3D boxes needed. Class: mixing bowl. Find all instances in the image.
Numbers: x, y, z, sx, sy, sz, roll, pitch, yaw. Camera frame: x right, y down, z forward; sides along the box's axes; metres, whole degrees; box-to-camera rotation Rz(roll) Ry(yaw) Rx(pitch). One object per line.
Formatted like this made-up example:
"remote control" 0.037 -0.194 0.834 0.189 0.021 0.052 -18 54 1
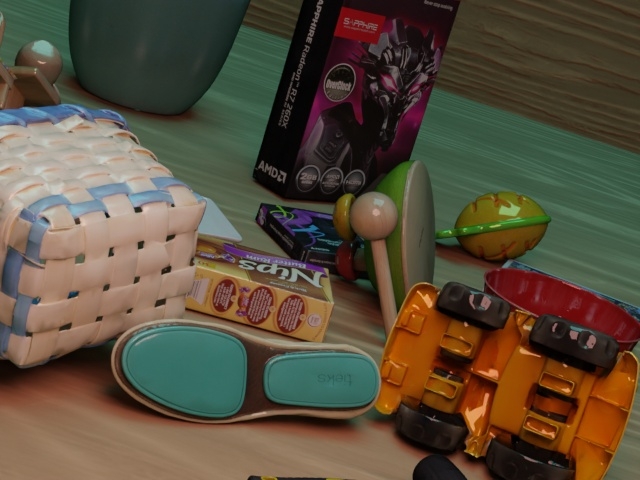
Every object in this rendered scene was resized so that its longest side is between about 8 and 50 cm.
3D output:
"mixing bowl" 0.249 0.110 1.373 0.182 0.098 0.181 16 17 -5

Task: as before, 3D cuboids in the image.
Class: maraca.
"maraca" 0.239 -0.018 1.792 0.186 0.099 0.127 -8 -4 -22

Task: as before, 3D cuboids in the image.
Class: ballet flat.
"ballet flat" -0.069 0.116 1.081 0.249 0.086 0.086 12 17 -25

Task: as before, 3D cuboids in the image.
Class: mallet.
"mallet" 0.031 0.191 0.996 0.190 0.039 0.062 9 19 -16

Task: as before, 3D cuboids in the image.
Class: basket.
"basket" -0.264 -0.020 1.063 0.289 0.201 0.255 34 29 32

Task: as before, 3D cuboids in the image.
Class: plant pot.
"plant pot" -0.278 -0.344 2.061 0.293 0.235 0.293 16 17 -5

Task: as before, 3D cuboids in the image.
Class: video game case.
"video game case" 0.325 0.086 1.673 0.201 0.023 0.183 21 17 14

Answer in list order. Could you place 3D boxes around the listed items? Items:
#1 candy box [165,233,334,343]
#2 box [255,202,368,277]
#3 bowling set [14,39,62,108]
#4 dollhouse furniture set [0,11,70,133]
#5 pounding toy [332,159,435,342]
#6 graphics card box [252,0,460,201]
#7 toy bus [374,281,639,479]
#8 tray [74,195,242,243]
"candy box" -0.082 0.045 1.318 0.187 0.053 0.109 15 16 -7
"box" 0.000 0.000 1.595 0.116 0.029 0.162 9 20 -29
"bowling set" -0.465 -0.159 1.497 0.287 0.199 0.154 17 -26 -15
"dollhouse furniture set" -0.395 -0.186 1.329 0.242 0.161 0.212 4 -21 11
"pounding toy" 0.058 0.005 1.438 0.110 0.182 0.237 0 15 16
"graphics card box" 0.057 -0.238 1.830 0.233 0.370 0.094 4 21 -44
"toy bus" 0.183 0.132 1.183 0.220 0.149 0.211 20 3 16
"tray" -0.236 -0.036 1.461 0.270 0.030 0.145 10 17 -25
